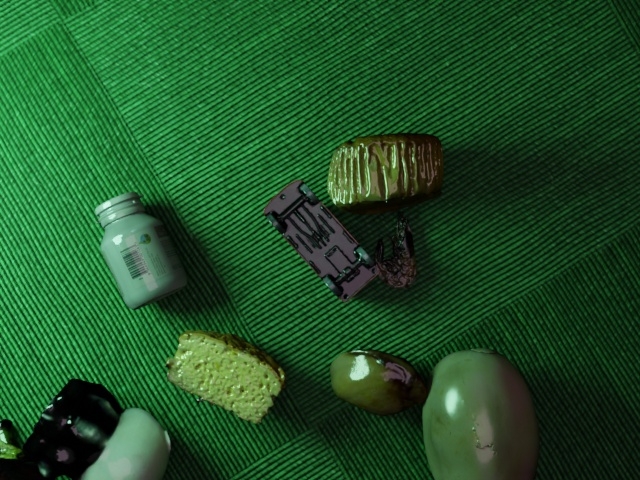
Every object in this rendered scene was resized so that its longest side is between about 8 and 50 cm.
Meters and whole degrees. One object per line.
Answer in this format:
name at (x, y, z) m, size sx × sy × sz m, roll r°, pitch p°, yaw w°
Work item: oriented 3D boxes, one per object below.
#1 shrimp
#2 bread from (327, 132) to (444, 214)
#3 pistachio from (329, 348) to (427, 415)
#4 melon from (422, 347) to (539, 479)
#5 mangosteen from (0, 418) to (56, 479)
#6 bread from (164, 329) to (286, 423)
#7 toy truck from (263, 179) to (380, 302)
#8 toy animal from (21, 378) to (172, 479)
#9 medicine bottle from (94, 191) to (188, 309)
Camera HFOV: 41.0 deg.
shrimp at (0.153, 0.020, 1.763) m, size 0.091 × 0.034 × 0.161 m, roll -3°, pitch 89°, yaw 0°
bread at (0.126, -0.131, 1.663) m, size 0.227 × 0.253 × 0.143 m, roll -4°, pitch 86°, yaw 7°
pistachio at (0.116, 0.277, 1.693) m, size 0.210 × 0.130 × 0.165 m, roll 6°, pitch 130°, yaw 35°
melon at (0.309, 0.368, 1.654) m, size 0.223 × 0.223 × 0.317 m, roll -5°, pitch 82°, yaw -1°
mangosteen at (-0.613, 0.482, 1.650) m, size 0.231 × 0.231 × 0.289 m, roll -7°, pitch 66°, yaw -1°
bread at (-0.184, 0.261, 1.696) m, size 0.229 × 0.139 × 0.143 m, roll 27°, pitch 90°, yaw 1°
toy truck at (0.000, 0.000, 1.723) m, size 0.107 × 0.114 × 0.253 m, roll -42°, pitch 90°, yaw 0°
toy animal at (-0.428, 0.400, 1.660) m, size 0.266 × 0.212 × 0.212 m, roll 38°, pitch 87°, yaw -10°
medicine bottle at (-0.364, 0.017, 1.706) m, size 0.135 × 0.135 × 0.215 m, roll -25°, pitch 88°, yaw -2°
